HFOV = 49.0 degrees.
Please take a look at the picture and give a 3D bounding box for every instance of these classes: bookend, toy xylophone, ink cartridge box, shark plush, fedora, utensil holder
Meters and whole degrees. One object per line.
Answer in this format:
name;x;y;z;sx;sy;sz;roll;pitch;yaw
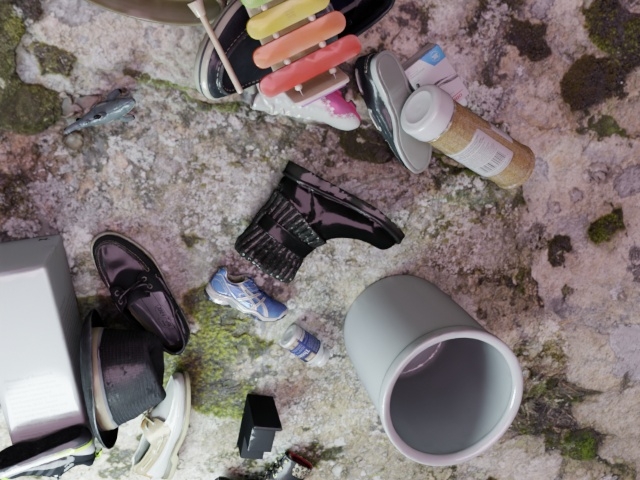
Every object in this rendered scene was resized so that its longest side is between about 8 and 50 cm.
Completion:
bookend;-0.157;0.497;1.773;0.072;0.157;0.156;9;104;-15
toy xylophone;-0.084;-0.388;1.256;0.236;0.081;0.323;-35;115;-3
ink cartridge box;0.274;-0.359;1.651;0.104;0.060;0.180;-39;112;2
shark plush;-0.472;-0.275;1.499;0.161;0.067;0.073;-13;110;-9
fedora;-0.423;0.298;1.555;0.152;0.334;0.334;-7;109;-8
utensil holder;0.248;0.286;1.678;0.327;0.385;0.328;-4;108;-11

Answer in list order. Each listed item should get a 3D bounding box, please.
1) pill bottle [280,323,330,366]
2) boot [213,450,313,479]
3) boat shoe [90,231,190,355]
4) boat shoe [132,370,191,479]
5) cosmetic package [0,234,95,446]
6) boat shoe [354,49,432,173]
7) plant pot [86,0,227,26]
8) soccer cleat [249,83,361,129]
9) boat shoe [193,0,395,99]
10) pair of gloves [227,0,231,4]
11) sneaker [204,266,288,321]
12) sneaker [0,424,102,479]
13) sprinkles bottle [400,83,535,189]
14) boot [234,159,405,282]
pill bottle;-0.036;0.270;1.776;0.120;0.067;0.067;37;96;-21
boot;-0.150;0.626;1.856;0.236;0.085;0.179;32;96;-27
boat shoe;-0.412;0.133;1.619;0.127;0.113;0.340;-27;111;-4
boat shoe;-0.391;0.460;1.730;0.103;0.113;0.302;9;106;-21
cosmetic package;-0.616;0.240;1.545;0.161;0.230;0.453;-9;109;-10
boat shoe;0.171;-0.297;1.634;0.114;0.091;0.303;-34;115;-30
plant pot;-0.316;-0.597;1.332;0.323;0.323;0.280;10;87;-16
soccer cleat;-0.070;-0.317;1.552;0.331;0.116;0.143;34;83;-12
boat shoe;-0.040;-0.429;1.405;0.500;0.156;0.187;-38;151;-26
pair of gloves;-0.107;-0.573;1.504;0.240;0.042;0.204;22;105;-17
sneaker;-0.170;0.133;1.694;0.211;0.080;0.081;22;104;-20
sneaker;-0.576;0.469;1.461;0.234;0.084;0.097;-16;112;-7
sprinkles bottle;0.348;-0.234;1.633;0.355;0.121;0.121;23;101;-34
boot;-0.001;-0.001;1.660;0.348;0.131;0.260;29;92;-9
